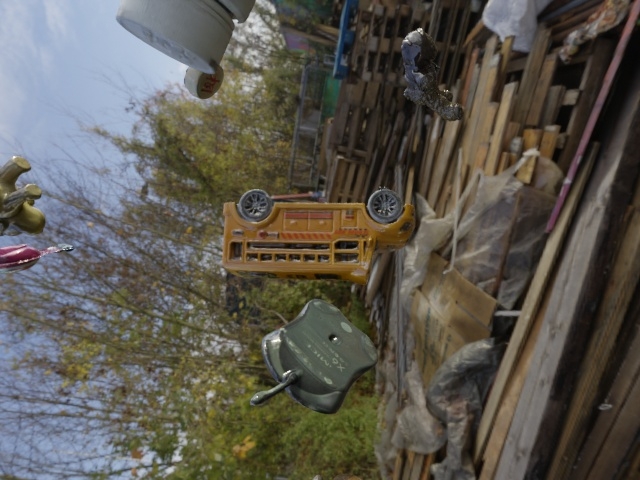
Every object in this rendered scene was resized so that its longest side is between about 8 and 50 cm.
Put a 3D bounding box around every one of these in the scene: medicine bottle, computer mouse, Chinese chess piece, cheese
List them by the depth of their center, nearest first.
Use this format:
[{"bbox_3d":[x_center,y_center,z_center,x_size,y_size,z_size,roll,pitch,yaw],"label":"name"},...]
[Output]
[{"bbox_3d":[-0.127,-0.342,0.486,0.143,0.143,0.258,-110,45,-81],"label":"medicine bottle"},{"bbox_3d":[-0.020,0.198,0.680,0.090,0.167,0.379,-53,-17,16],"label":"computer mouse"},{"bbox_3d":[-0.497,0.026,0.711,0.145,0.095,0.038,-21,-67,-52],"label":"cheese"},{"bbox_3d":[-0.338,-0.474,1.231,0.122,0.051,0.122,-48,-11,-13],"label":"Chinese chess piece"}]

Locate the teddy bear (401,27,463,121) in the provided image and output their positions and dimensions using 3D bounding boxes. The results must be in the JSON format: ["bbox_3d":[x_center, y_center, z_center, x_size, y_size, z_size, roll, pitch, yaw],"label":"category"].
[{"bbox_3d":[0.171,-0.269,0.704,0.160,0.077,0.119,49,-153,-37],"label":"teddy bear"}]

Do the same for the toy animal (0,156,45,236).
[{"bbox_3d":[-0.634,-0.072,0.818,0.168,0.121,0.233,-38,-5,11],"label":"toy animal"}]

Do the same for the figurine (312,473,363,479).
[{"bbox_3d":[0.011,0.393,0.511,0.247,0.172,0.177,8,102,57],"label":"figurine"}]

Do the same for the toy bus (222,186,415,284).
[{"bbox_3d":[0.000,0.000,0.369,0.069,0.162,0.074,72,-160,-74],"label":"toy bus"}]
